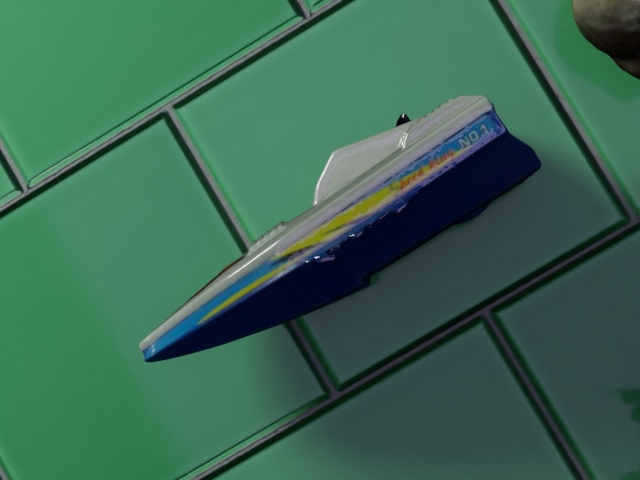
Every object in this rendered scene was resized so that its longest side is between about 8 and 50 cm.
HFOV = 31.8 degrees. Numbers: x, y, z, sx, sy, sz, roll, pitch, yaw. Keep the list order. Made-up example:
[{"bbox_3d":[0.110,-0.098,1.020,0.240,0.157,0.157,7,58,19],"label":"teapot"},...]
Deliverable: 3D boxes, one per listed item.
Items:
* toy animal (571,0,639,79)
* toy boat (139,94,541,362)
[{"bbox_3d":[0.287,-0.142,0.747,0.168,0.121,0.233,-42,95,20],"label":"toy animal"},{"bbox_3d":[0.000,0.000,0.762,0.295,0.129,0.088,-33,86,5],"label":"toy boat"}]
